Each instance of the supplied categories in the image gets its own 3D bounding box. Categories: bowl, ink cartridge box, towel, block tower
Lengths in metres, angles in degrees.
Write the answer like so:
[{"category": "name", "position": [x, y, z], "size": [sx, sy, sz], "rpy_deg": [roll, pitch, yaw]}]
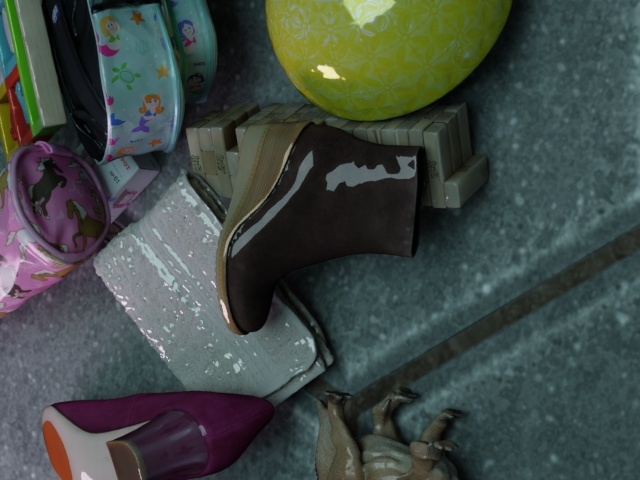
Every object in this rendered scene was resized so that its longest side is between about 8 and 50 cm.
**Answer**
[{"category": "bowl", "position": [0.046, -0.289, 1.556], "size": [0.289, 0.156, 0.289], "rpy_deg": [-13, 61, 26]}, {"category": "ink cartridge box", "position": [-0.273, -0.083, 1.836], "size": [0.122, 0.052, 0.088], "rpy_deg": [-44, 69, 20]}, {"category": "towel", "position": [-0.129, 0.080, 1.703], "size": [0.187, 0.049, 0.282], "rpy_deg": [-40, 88, 26]}, {"category": "block tower", "position": [0.015, -0.100, 1.638], "size": [0.335, 0.091, 0.097], "rpy_deg": [5, 117, 28]}]

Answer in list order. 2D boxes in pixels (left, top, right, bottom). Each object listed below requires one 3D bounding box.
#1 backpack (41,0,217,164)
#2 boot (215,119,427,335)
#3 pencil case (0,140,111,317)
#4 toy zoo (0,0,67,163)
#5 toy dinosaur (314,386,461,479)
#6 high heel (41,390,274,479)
[{"category": "backpack", "position": [-0.225, -0.222, 1.705], "size": [0.225, 0.191, 0.254], "rpy_deg": [118, 142, -63]}, {"category": "boot", "position": [0.000, 0.000, 1.560], "size": [0.206, 0.090, 0.248], "rpy_deg": [12, 102, 20]}, {"category": "pencil case", "position": [-0.429, 0.015, 1.827], "size": [0.386, 0.160, 0.167], "rpy_deg": [-26, 108, 37]}, {"category": "toy zoo", "position": [-0.381, -0.206, 1.821], "size": [0.293, 0.030, 0.192], "rpy_deg": [158, 100, -67]}, {"category": "toy dinosaur", "position": [0.075, 0.277, 1.592], "size": [0.295, 0.127, 0.200], "rpy_deg": [20, 104, 34]}, {"category": "high heel", "position": [-0.207, 0.236, 1.750], "size": [0.377, 0.181, 0.127], "rpy_deg": [0, 106, 59]}]
